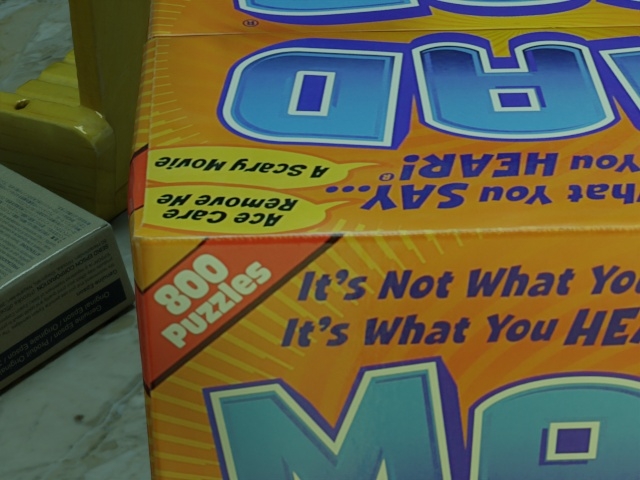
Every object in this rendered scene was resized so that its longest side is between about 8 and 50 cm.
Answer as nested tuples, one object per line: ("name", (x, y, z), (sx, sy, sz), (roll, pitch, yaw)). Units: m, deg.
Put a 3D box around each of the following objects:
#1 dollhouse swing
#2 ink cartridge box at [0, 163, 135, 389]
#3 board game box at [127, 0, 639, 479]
("dollhouse swing", (-0.193, -0.237, 1.534), (0.315, 0.305, 0.347), (15, 43, 36))
("ink cartridge box", (-0.300, 0.029, 1.369), (0.193, 0.088, 0.235), (-35, 39, -27))
("board game box", (0.092, 0.043, 0.904), (0.356, 0.356, 0.356), (-2, 34, -2))
